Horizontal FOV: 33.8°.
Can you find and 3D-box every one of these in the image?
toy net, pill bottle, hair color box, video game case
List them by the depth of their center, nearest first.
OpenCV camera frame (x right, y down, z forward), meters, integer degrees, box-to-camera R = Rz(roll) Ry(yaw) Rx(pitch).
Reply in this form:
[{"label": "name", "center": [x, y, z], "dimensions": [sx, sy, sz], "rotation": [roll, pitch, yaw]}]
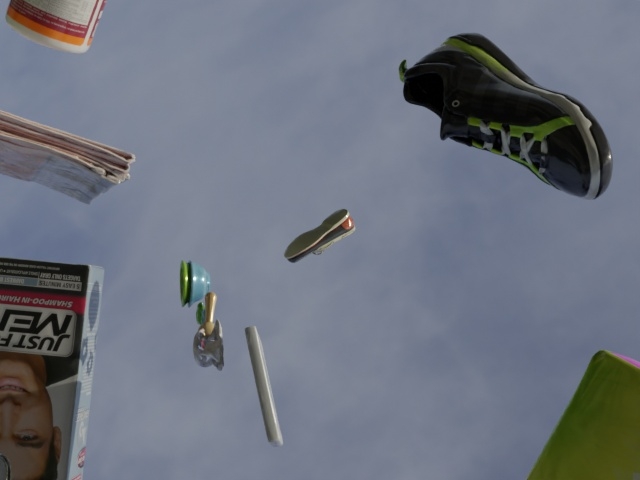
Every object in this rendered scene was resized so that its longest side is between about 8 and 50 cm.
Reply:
[{"label": "pill bottle", "center": [-0.334, -0.375, 1.420], "dimensions": [0.121, 0.121, 0.221], "rotation": [44, -65, 48]}, {"label": "video game case", "center": [-0.078, 0.206, 1.465], "dimensions": [0.019, 0.143, 0.157], "rotation": [-12, -103, -3]}, {"label": "toy net", "center": [-0.177, 0.127, 1.535], "dimensions": [0.232, 0.045, 0.122], "rotation": [-112, -153, -58]}, {"label": "hair color box", "center": [-0.446, 0.216, 1.587], "dimensions": [0.185, 0.113, 0.374], "rotation": [5, -93, 0]}]

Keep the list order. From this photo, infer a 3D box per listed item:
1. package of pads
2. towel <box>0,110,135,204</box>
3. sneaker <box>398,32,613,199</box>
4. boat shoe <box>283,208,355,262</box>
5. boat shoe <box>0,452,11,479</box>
[{"label": "package of pads", "center": [0.306, 0.281, 1.041], "dimensions": [0.229, 0.101, 0.296], "rotation": [30, -86, 47]}, {"label": "towel", "center": [-0.427, -0.123, 1.399], "dimensions": [0.332, 0.317, 0.053], "rotation": [173, -67, -70]}, {"label": "sneaker", "center": [0.153, -0.098, 0.928], "dimensions": [0.097, 0.084, 0.235], "rotation": [-27, -134, -18]}, {"label": "boat shoe", "center": [0.000, 0.000, 1.796], "dimensions": [0.137, 0.043, 0.049], "rotation": [-36, -145, -15]}, {"label": "boat shoe", "center": [-0.348, 0.325, 1.115], "dimensions": [0.079, 0.084, 0.233], "rotation": [-11, -136, 4]}]
